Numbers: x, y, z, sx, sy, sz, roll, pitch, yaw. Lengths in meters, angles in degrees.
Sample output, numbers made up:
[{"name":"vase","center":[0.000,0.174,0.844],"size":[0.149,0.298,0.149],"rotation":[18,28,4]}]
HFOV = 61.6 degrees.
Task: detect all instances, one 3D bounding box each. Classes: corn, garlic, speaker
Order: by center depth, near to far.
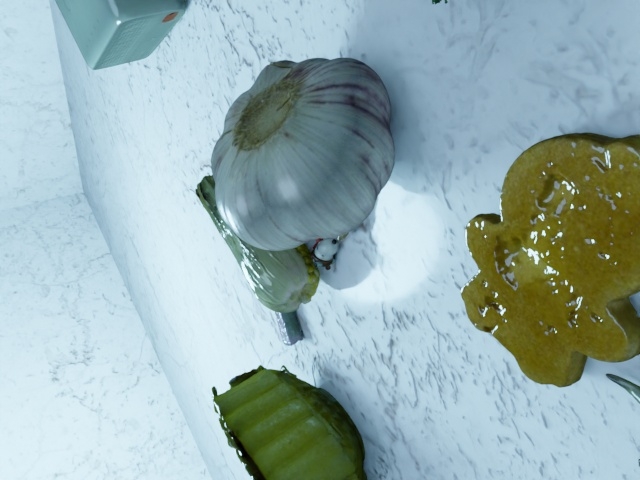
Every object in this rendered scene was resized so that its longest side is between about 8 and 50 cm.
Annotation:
[{"name":"garlic","center":[-0.007,-0.077,0.667],"size":[0.245,0.245,0.253],"rotation":[44,178,41]},{"name":"corn","center":[-0.114,-0.007,0.921],"size":[0.305,0.123,0.122],"rotation":[50,119,34]},{"name":"speaker","center":[-0.423,-0.504,1.125],"size":[0.406,0.183,0.184],"rotation":[3,114,60]}]

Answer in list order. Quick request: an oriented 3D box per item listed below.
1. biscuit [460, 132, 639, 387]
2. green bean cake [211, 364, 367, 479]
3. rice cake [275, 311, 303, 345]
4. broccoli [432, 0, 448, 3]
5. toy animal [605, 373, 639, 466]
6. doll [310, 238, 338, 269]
[{"name":"biscuit","center":[0.206,0.015,0.463],"size":[0.184,0.035,0.248],"rotation":[45,142,38]},{"name":"green bean cake","center":[-0.038,0.391,0.975],"size":[0.310,0.202,0.285],"rotation":[41,152,45]},{"name":"rice cake","center":[-0.080,0.100,1.019],"size":[0.047,0.036,0.206],"rotation":[-11,97,54]},{"name":"broccoli","center":[0.067,-0.292,0.344],"size":[0.262,0.241,0.269],"rotation":[7,144,39]},{"name":"toy animal","center":[0.263,0.151,0.383],"size":[0.155,0.095,0.219],"rotation":[33,133,43]},{"name":"doll","center":[-0.004,0.002,0.825],"size":[0.085,0.040,0.058],"rotation":[48,131,30]}]
